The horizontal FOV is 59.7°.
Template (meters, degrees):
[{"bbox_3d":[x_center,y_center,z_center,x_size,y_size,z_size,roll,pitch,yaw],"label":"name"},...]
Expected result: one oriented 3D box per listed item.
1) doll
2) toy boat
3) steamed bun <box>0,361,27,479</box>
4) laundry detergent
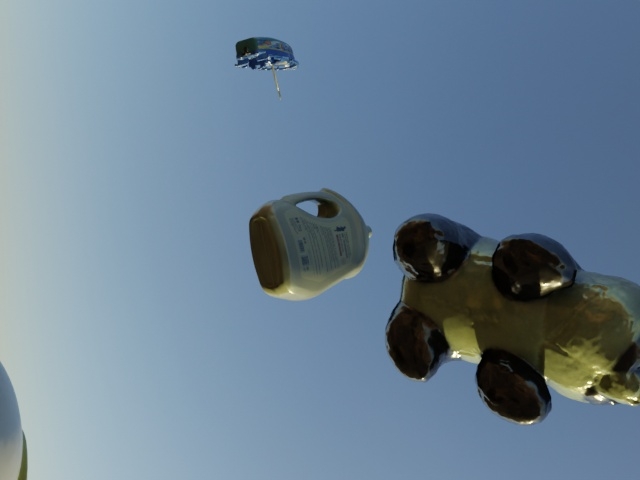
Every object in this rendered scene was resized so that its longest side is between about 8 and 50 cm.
[{"bbox_3d":[0.158,0.058,0.464,0.234,0.135,0.143,15,-77,47],"label":"doll"},{"bbox_3d":[-0.092,-0.329,1.082,0.091,0.175,0.110,-4,-80,29],"label":"toy boat"},{"bbox_3d":[-0.462,0.204,0.520,0.374,0.334,0.333,140,-56,-85],"label":"steamed bun"},{"bbox_3d":[0.000,0.000,0.980,0.091,0.253,0.181,-13,-89,47],"label":"laundry detergent"}]
